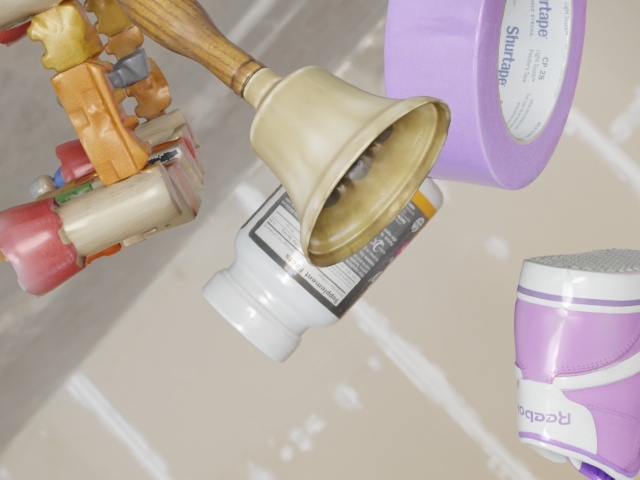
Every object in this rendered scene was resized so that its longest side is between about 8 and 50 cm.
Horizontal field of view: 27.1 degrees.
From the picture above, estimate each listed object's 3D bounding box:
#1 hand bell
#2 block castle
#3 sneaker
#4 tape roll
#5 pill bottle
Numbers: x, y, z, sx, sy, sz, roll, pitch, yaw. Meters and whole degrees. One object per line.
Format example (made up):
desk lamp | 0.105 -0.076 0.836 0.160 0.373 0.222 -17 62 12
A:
hand bell | -0.049 -0.106 0.833 0.126 0.242 0.126 -41 158 -20
block castle | -0.277 -0.136 1.343 0.213 0.303 0.453 -24 -167 3
sneaker | 0.223 0.088 0.949 0.282 0.102 0.161 -3 98 -45
tape roll | 0.157 -0.187 1.215 0.275 0.090 0.275 -30 125 -56
pill bottle | 0.000 0.000 1.566 0.278 0.162 0.162 -48 169 1
